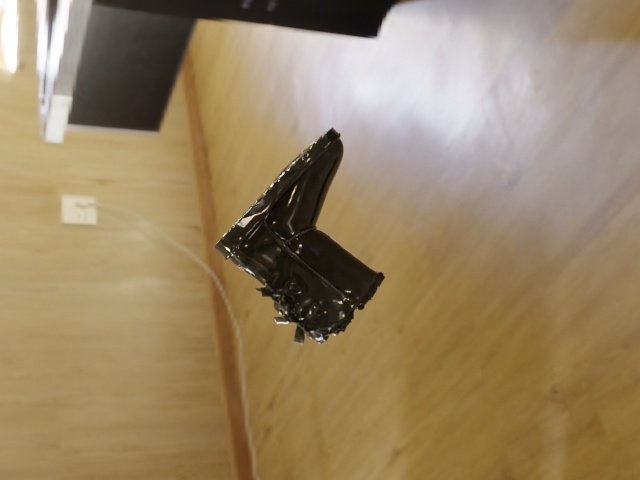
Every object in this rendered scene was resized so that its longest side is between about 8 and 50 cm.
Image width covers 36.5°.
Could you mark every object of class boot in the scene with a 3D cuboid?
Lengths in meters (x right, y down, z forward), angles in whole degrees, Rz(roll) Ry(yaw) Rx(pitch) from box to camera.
[{"bbox_3d":[0.000,0.000,0.637,0.121,0.099,0.045,-49,6,-11],"label":"boot"}]
